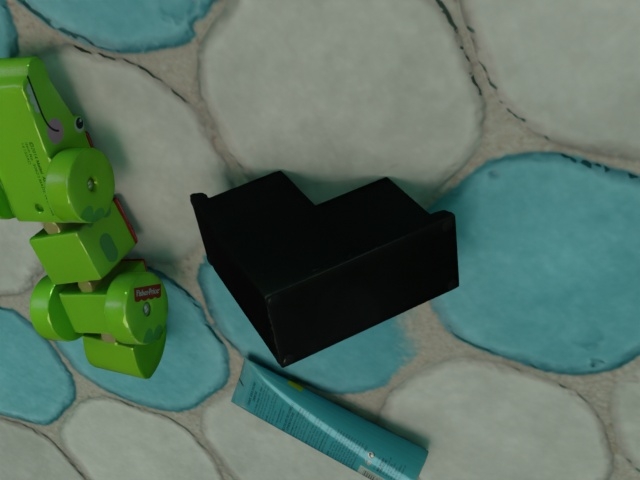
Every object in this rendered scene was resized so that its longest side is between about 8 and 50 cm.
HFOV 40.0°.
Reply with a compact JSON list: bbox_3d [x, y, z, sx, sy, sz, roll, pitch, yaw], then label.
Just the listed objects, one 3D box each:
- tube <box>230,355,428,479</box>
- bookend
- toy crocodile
[{"bbox_3d":[0.005,0.189,0.889,0.207,0.052,0.080,26,129,8],"label":"tube"},{"bbox_3d":[0.000,0.000,0.698,0.157,0.156,0.072,47,154,48],"label":"bookend"},{"bbox_3d":[-0.216,-0.007,0.790,0.115,0.105,0.340,-2,122,25],"label":"toy crocodile"}]
